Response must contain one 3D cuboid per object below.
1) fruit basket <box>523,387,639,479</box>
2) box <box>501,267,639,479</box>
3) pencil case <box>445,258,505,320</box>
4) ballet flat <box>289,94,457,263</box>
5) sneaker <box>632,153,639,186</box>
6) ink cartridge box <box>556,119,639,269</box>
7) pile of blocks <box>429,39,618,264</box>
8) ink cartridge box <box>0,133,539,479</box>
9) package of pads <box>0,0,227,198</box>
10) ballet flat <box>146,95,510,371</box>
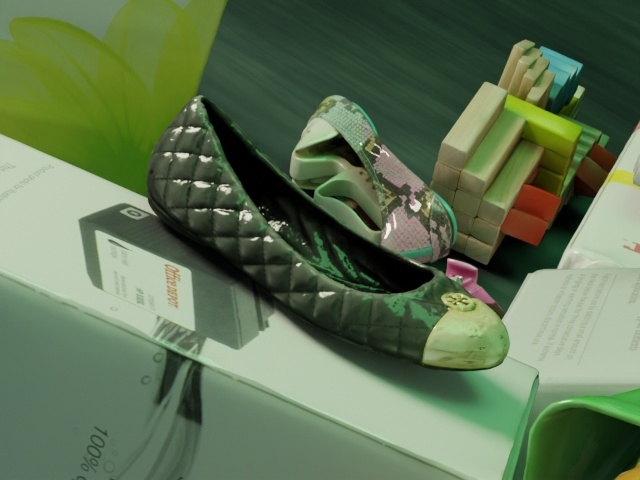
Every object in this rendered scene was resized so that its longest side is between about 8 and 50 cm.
[{"bbox_3d":[0.090,0.191,0.547,0.165,0.327,0.353,20,24,27],"label":"fruit basket"},{"bbox_3d":[0.258,0.133,0.757,0.345,0.215,0.168,-1,16,18],"label":"box"},{"bbox_3d":[0.061,0.093,0.990,0.095,0.098,0.209,21,25,2],"label":"pencil case"},{"bbox_3d":[0.024,-0.048,1.299,0.079,0.077,0.221,-14,37,-21],"label":"ballet flat"},{"bbox_3d":[0.320,-0.064,1.123,0.161,0.102,0.282,31,26,20],"label":"sneaker"},{"bbox_3d":[0.300,0.067,1.147,0.279,0.160,0.384,24,24,11],"label":"ink cartridge box"},{"bbox_3d":[0.198,-0.084,1.398,0.112,0.149,0.362,26,24,13],"label":"pile of blocks"},{"bbox_3d":[-0.094,0.106,0.693,0.307,0.223,0.129,23,23,7],"label":"ink cartridge box"},{"bbox_3d":[-0.220,-0.163,1.150,0.296,0.229,0.101,11,26,-20],"label":"package of pads"},{"bbox_3d":[0.000,0.000,0.654,0.173,0.049,0.057,31,24,22],"label":"ballet flat"}]
